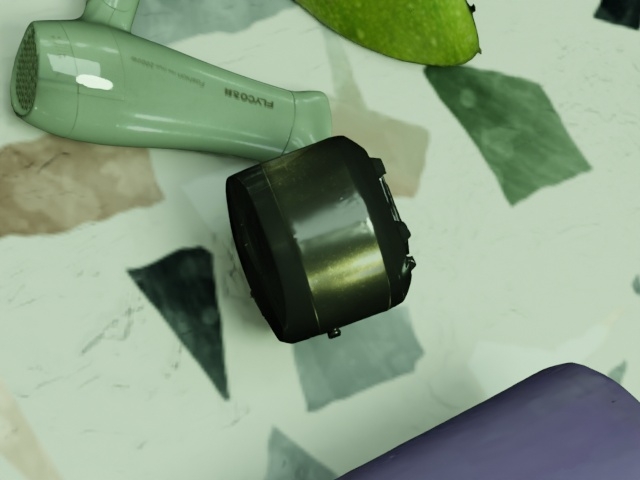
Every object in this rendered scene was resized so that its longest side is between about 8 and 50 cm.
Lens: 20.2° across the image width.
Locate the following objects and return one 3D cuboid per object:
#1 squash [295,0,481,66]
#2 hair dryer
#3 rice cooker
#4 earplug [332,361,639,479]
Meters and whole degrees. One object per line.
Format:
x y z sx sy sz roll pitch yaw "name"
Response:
-0.010 -0.213 1.222 0.093 0.169 0.252 -44 124 -26 "squash"
-0.092 -0.161 1.167 0.206 0.075 0.237 10 62 -23 "hair dryer"
0.000 0.000 1.077 0.106 0.165 0.112 -22 81 4 "rice cooker"
-0.009 0.244 0.983 0.456 0.215 0.215 -21 81 -20 "earplug"
